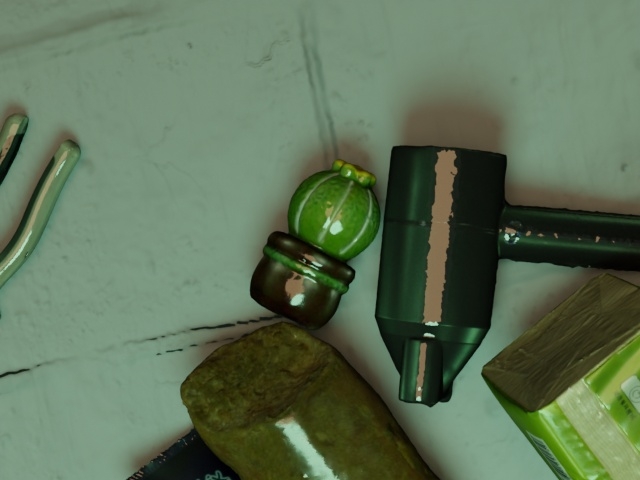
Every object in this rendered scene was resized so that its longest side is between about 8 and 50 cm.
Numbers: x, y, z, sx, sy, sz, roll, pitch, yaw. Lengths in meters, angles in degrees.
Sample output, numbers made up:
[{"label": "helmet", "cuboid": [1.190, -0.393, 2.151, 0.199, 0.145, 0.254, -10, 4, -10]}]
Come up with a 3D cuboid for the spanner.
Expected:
[{"label": "spanner", "cuboid": [-0.350, 0.029, 1.571, 0.096, 0.040, 0.324, 29, 91, 9]}]

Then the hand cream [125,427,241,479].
[{"label": "hand cream", "cuboid": [-0.064, 0.305, 1.503, 0.120, 0.061, 0.270, -37, 78, -19]}]

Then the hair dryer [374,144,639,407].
[{"label": "hair dryer", "cuboid": [0.205, 0.043, 1.463, 0.303, 0.116, 0.244, 4, 91, 2]}]

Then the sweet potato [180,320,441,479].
[{"label": "sweet potato", "cuboid": [0.030, 0.236, 1.457, 0.158, 0.158, 0.369, -40, 90, 5]}]

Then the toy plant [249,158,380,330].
[{"label": "toy plant", "cuboid": [0.000, 0.000, 1.494, 0.093, 0.093, 0.162, 28, 92, 9]}]

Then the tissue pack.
[{"label": "tissue pack", "cuboid": [0.297, 0.188, 1.346, 0.167, 0.200, 0.274, -39, 100, -1]}]
